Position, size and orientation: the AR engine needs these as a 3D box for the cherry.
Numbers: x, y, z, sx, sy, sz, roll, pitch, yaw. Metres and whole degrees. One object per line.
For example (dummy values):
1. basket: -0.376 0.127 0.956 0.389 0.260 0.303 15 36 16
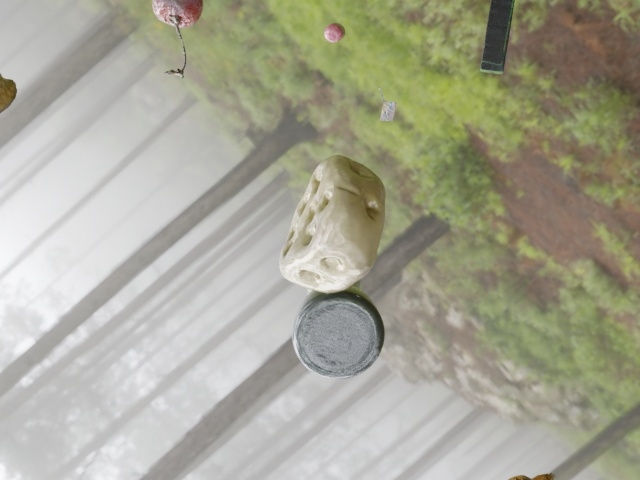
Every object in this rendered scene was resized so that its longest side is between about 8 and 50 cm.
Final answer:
1. cherry: -0.310 -0.460 1.976 0.107 0.226 0.090 13 176 -8

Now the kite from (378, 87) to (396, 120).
1. kite: 0.123 -0.252 1.717 0.002 0.044 0.078 14 -112 -41

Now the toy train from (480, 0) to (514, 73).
1. toy train: 0.335 -0.417 1.740 0.044 0.209 0.042 9 -176 7

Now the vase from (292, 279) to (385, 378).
1. vase: 0.029 0.143 1.874 0.173 0.173 0.321 49 -173 -11

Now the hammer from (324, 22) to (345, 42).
1. hammer: 0.029 -0.431 1.943 0.043 0.043 0.083 49 -166 -8

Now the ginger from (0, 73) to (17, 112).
1. ginger: -0.597 -0.182 1.290 0.126 0.354 0.190 43 136 41

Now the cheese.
1. cheese: 0.024 -0.025 1.474 0.117 0.218 0.235 23 172 -18

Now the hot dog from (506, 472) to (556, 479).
1. hot dog: 0.247 0.423 1.314 0.076 0.249 0.102 42 173 -35
